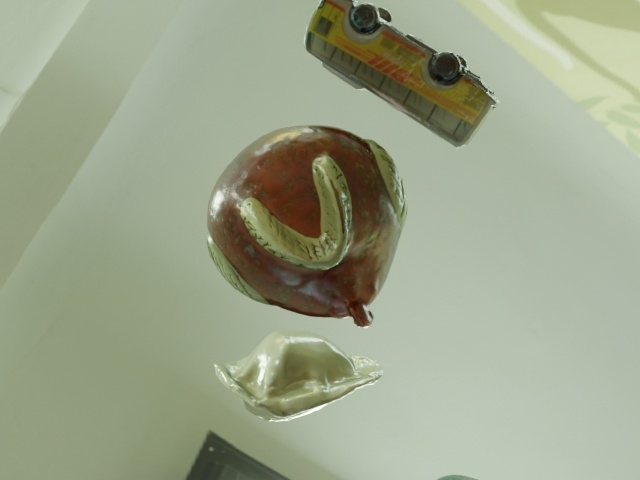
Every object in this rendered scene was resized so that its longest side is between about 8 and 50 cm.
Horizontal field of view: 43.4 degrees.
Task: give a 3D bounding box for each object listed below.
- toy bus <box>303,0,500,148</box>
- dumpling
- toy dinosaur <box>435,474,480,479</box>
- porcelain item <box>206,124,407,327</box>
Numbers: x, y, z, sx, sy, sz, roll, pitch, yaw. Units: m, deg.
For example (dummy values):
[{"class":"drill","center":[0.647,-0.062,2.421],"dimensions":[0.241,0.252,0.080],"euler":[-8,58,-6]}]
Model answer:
[{"class":"toy bus","center":[0.102,-0.225,1.042],"dimensions":[0.268,0.092,0.106],"euler":[34,-74,8]},{"class":"dumpling","center":[-0.026,0.204,1.164],"dimensions":[0.252,0.179,0.132],"euler":[3,-84,-11]},{"class":"toy dinosaur","center":[0.172,0.239,0.694],"dimensions":[0.331,0.383,0.129],"euler":[-42,-75,7]},{"class":"porcelain item","center":[0.000,0.000,0.920],"dimensions":[0.252,0.253,0.253],"euler":[7,-104,-29]}]
